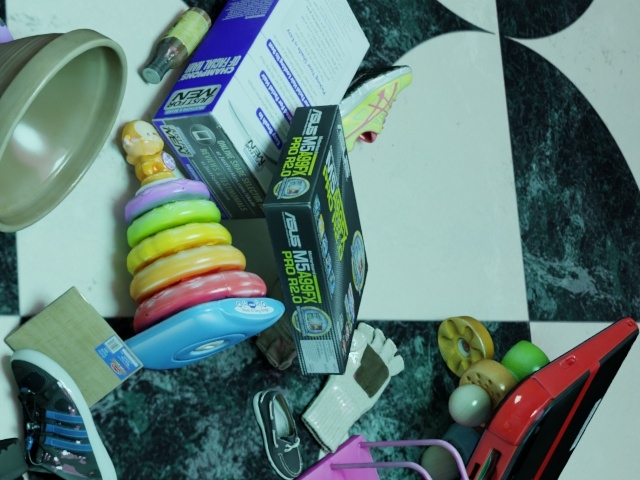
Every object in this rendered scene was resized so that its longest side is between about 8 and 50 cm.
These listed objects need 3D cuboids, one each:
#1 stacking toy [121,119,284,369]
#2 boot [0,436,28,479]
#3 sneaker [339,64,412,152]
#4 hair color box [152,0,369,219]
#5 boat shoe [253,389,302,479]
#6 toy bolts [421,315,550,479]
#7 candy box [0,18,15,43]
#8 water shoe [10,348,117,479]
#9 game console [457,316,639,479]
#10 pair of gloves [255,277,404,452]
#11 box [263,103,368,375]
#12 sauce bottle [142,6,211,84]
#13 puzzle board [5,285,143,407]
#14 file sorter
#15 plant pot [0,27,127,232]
[{"bbox_3d":[-0.175,-0.012,1.536,0.175,0.165,0.302,4,63,-56],"label":"stacking toy"},{"bbox_3d":[-0.375,0.365,1.221,0.348,0.131,0.260,-22,97,-48],"label":"boot"},{"bbox_3d":[0.067,-0.193,1.876,0.208,0.081,0.094,-35,114,-39],"label":"sneaker"},{"bbox_3d":[-0.069,-0.211,1.685,0.185,0.110,0.339,58,43,-37],"label":"hair color box"},{"bbox_3d":[-0.048,0.253,1.667,0.046,0.038,0.125,-23,98,-47],"label":"boat shoe"},{"bbox_3d":[0.205,0.244,1.880,0.158,0.218,0.228,-20,129,-34],"label":"toy bolts"},{"bbox_3d":[-0.442,-0.223,1.332,0.196,0.070,0.165,-48,116,-42],"label":"candy box"},{"bbox_3d":[-0.290,0.215,1.391,0.080,0.073,0.203,-39,109,-42],"label":"water shoe"},{"bbox_3d":[0.297,0.305,1.837,0.342,0.060,0.387,-27,145,-48],"label":"game console"},{"bbox_3d":[0.012,0.140,1.754,0.204,0.042,0.240,-45,112,-43],"label":"pair of gloves"},{"bbox_3d":[0.000,0.000,1.602,0.216,0.060,0.270,-73,158,-51],"label":"box"},{"bbox_3d":[-0.185,-0.248,1.635,0.042,0.042,0.128,54,46,-24],"label":"sauce bottle"},{"bbox_3d":[-0.275,0.125,1.435,0.096,0.011,0.128,-38,115,-2],"label":"puzzle board"},{"bbox_3d":[0.057,0.399,1.640,0.290,0.182,0.202,-28,102,-47],"label":"file sorter"},{"bbox_3d":[-0.320,-0.136,1.377,0.109,0.237,0.237,32,47,11],"label":"plant pot"}]
